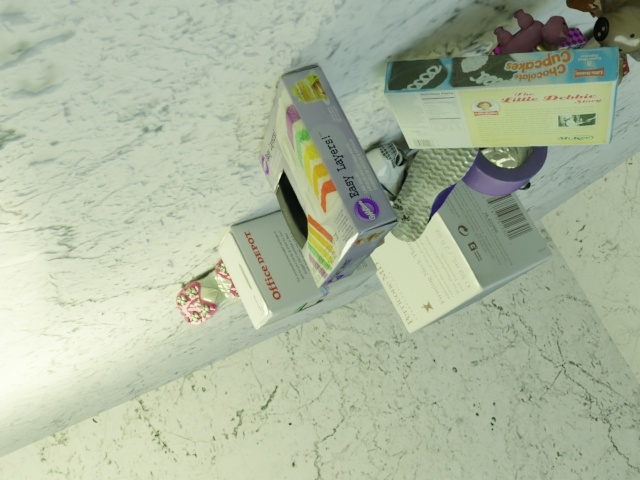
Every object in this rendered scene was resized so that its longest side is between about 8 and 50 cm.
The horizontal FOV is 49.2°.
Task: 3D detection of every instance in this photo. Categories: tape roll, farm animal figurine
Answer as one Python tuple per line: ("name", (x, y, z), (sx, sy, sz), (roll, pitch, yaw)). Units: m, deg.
("tape roll", (0.376, -0.194, 1.480), (0.189, 0.189, 0.080), (-24, 168, -16))
("farm animal figurine", (0.437, -0.323, 1.035), (0.326, 0.172, 0.330), (-26, 160, -11))

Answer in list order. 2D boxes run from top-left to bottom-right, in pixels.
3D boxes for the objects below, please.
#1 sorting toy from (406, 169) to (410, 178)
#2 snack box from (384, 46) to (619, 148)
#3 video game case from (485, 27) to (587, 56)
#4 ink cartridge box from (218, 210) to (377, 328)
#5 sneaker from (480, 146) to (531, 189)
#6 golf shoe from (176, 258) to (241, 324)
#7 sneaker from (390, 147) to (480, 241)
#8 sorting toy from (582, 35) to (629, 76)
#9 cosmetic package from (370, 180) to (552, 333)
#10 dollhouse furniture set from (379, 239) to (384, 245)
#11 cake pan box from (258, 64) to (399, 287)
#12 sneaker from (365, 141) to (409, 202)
("sorting toy", (0.324, -0.214, 1.663), (0.307, 0.041, 0.229), (-35, 170, 3))
("snack box", (0.275, -0.208, 1.063), (0.321, 0.060, 0.187), (2, 161, 20))
("video game case", (0.357, -0.308, 1.322), (0.232, 0.042, 0.210), (-19, 165, -33))
("ink cartridge box", (-0.050, 0.041, 1.501), (0.278, 0.201, 0.117), (-20, 165, -30))
("sneaker", (0.478, -0.186, 1.617), (0.086, 0.132, 0.228), (-30, -172, -32))
("golf shoe", (-0.202, 0.093, 1.660), (0.306, 0.115, 0.140), (-26, 180, 25))
("sneaker", (0.239, -0.140, 1.449), (0.293, 0.102, 0.146), (-58, 174, 38))
("sorting toy", (0.556, -0.344, 1.402), (0.274, 0.046, 0.132), (-42, 144, 7))
("cosmetic package", (0.407, 0.032, 2.143), (0.327, 0.329, 0.394), (-21, 165, -33))
("dollhouse furniture set", (0.142, -0.071, 1.633), (0.183, 0.129, 0.129), (-30, 168, -1))
("cake pan box", (-0.002, -0.080, 1.020), (0.070, 0.246, 0.267), (-19, 167, -18))
("sneaker", (0.148, -0.146, 1.460), (0.095, 0.090, 0.235), (-42, 167, 13))
